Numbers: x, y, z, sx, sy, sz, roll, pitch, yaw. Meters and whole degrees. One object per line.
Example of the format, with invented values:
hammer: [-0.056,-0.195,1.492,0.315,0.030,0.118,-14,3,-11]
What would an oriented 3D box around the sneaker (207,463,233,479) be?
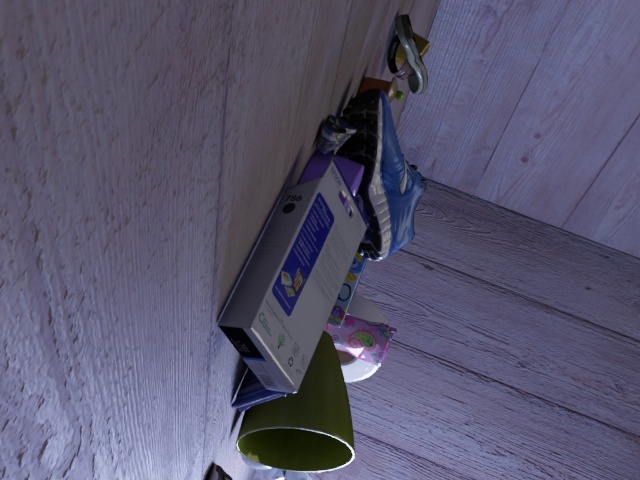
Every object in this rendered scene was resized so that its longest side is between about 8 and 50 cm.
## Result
sneaker: [-0.208,0.518,1.870,0.158,0.065,0.061,95,16,-76]

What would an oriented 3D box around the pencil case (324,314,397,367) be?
pencil case: [0.056,0.241,2.342,0.124,0.284,0.124,-161,-90,-90]

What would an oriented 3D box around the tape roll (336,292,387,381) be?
tape roll: [0.056,0.282,2.580,0.100,0.286,0.286,-63,173,-51]

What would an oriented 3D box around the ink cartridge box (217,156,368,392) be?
ink cartridge box: [-0.031,0.045,1.313,0.165,0.065,0.332,60,43,-39]

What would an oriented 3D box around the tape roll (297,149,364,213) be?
tape roll: [-0.010,-0.022,1.568,0.275,0.090,0.274,21,90,-87]

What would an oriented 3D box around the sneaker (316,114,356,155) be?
sneaker: [0.020,-0.180,1.513,0.058,0.052,0.135,-60,171,19]

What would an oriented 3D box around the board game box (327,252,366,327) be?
board game box: [0.039,0.052,2.174,0.144,0.142,0.275,-49,159,-78]

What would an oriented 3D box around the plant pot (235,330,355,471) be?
plant pot: [-0.046,0.363,2.076,0.274,0.275,0.293,105,-8,-55]

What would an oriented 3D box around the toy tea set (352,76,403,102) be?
toy tea set: [0.096,-0.188,1.830,0.200,0.124,0.335,-27,138,-83]

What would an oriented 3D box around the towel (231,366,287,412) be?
towel: [-0.057,0.178,1.737,0.243,0.040,0.335,-33,-151,57]

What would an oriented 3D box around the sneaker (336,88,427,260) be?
sneaker: [0.122,-0.134,1.703,0.147,0.130,0.329,-19,111,-36]

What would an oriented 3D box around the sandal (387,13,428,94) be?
sandal: [0.205,-0.462,2.171,0.303,0.086,0.120,52,21,-67]

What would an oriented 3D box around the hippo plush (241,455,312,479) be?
hippo plush: [-0.087,0.541,2.352,0.294,0.234,0.236,-50,163,-1]

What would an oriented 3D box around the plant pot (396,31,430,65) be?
plant pot: [0.247,-0.525,2.415,0.083,0.082,0.081,-58,175,-1]
